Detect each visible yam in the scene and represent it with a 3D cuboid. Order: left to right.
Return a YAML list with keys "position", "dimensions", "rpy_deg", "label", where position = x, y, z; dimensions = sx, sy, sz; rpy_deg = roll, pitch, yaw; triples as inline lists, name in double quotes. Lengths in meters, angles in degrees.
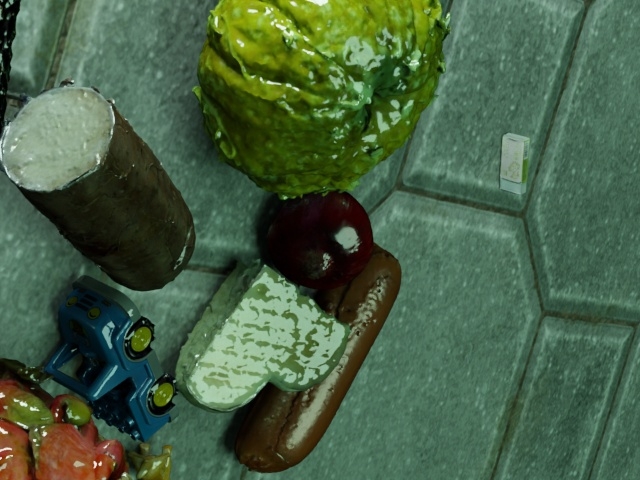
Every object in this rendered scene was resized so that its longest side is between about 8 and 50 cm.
- position: [-0.208, -0.049, 1.475]
  dimensions: [0.131, 0.131, 0.279]
  rpy_deg: [-60, 158, -12]
  label: "yam"

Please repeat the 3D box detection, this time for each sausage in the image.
- position: [0.002, 0.147, 1.891]
  dimensions: [0.330, 0.102, 0.102]
  rpy_deg: [-60, 141, -12]
  label: "sausage"

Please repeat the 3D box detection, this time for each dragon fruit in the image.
- position: [-0.307, 0.278, 1.438]
  dimensions: [0.296, 0.263, 0.314]
  rpy_deg: [-53, 140, -19]
  label: "dragon fruit"

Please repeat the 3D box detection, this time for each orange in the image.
- position: [0.003, -0.181, 1.625]
  dimensions: [0.300, 0.223, 0.301]
  rpy_deg: [8, 113, -50]
  label: "orange"

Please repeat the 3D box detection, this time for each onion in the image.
- position: [0.000, 0.000, 1.798]
  dimensions: [0.131, 0.131, 0.131]
  rpy_deg: [-24, 124, -43]
  label: "onion"

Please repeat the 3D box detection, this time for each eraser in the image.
- position: [0.276, -0.109, 2.151]
  dimensions: [0.019, 0.038, 0.083]
  rpy_deg: [-29, 128, -46]
  label: "eraser"

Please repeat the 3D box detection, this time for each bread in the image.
- position: [-0.078, 0.106, 1.775]
  dimensions: [0.232, 0.064, 0.172]
  rpy_deg: [-16, 102, -32]
  label: "bread"

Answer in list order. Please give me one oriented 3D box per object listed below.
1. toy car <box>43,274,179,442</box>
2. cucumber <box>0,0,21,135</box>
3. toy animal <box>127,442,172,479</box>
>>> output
- position: [-0.227, 0.138, 1.605]
  dimensions: [0.100, 0.097, 0.191]
  rpy_deg: [-41, 134, -30]
  label: "toy car"
- position: [-0.306, -0.213, 1.376]
  dimensions: [0.072, 0.072, 0.300]
  rpy_deg: [-4, 109, -50]
  label: "cucumber"
- position: [-0.193, 0.279, 1.745]
  dimensions: [0.081, 0.061, 0.083]
  rpy_deg: [-83, 176, -70]
  label: "toy animal"
